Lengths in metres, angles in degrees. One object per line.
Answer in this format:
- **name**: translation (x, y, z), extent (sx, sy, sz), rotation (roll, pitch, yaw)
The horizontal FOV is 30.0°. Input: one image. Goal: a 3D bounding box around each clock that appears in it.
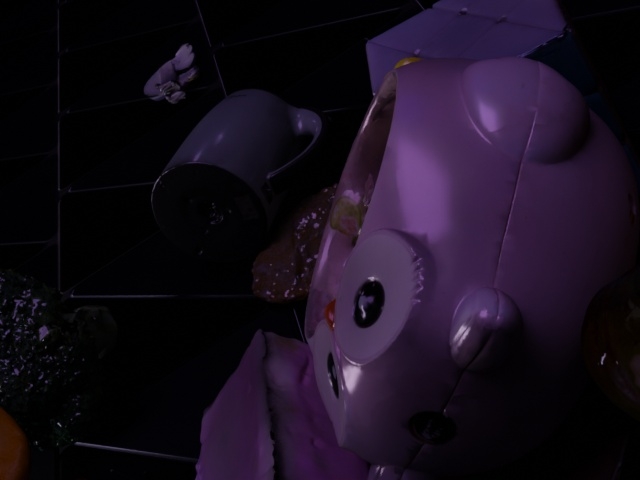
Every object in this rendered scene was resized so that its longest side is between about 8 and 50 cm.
- **clock**: translation (0.134, 0.034, 1.061), extent (0.376, 0.251, 0.368), rotation (-78, 9, -49)

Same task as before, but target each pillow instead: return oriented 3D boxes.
- **pillow**: translation (0.154, 0.222, 1.049), extent (0.233, 0.043, 0.126), rotation (-12, 36, 35)

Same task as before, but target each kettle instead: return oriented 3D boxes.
- **kettle**: translation (-0.089, -0.105, 1.634), extent (0.221, 0.161, 0.236), rotation (-11, 31, 26)

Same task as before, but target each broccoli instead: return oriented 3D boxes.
- **broccoli**: translation (-0.369, 0.154, 1.526), extent (0.270, 0.270, 0.270), rotation (-11, 6, 36)

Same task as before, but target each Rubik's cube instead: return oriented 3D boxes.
- **Rubik's cube**: translation (0.199, -0.141, 1.319), extent (0.231, 0.224, 0.221), rotation (-27, 32, 16)

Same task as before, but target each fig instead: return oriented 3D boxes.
- **fig**: translation (0.291, 0.124, 0.874), extent (0.149, 0.245, 0.149), rotation (-22, -9, -4)

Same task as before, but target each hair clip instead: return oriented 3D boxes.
- **hair clip**: translation (-0.277, -0.301, 2.196), extent (0.116, 0.049, 0.172), rotation (-28, 29, 5)

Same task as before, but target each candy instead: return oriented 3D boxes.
- **candy**: translation (-0.040, 0.220, 1.136), extent (0.155, 0.116, 0.265), rotation (-58, 22, 24)

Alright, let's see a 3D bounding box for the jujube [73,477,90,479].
- **jujube**: translation (-0.238, 0.394, 1.080), extent (0.216, 0.216, 0.342), rotation (-3, 50, 43)

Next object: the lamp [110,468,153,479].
- **lamp**: translation (-0.212, 0.310, 1.302), extent (0.041, 0.054, 0.121), rotation (-16, 44, 32)

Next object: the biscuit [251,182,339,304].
- **biscuit**: translation (0.001, 0.001, 1.516), extent (0.220, 0.033, 0.220), rotation (-28, 30, 18)

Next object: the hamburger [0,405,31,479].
- **hamburger**: translation (-0.443, 0.284, 1.331), extent (0.246, 0.246, 0.170), rotation (-97, 25, -56)
